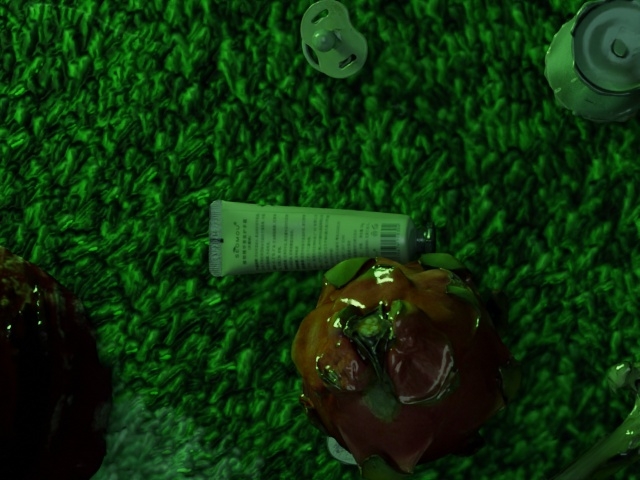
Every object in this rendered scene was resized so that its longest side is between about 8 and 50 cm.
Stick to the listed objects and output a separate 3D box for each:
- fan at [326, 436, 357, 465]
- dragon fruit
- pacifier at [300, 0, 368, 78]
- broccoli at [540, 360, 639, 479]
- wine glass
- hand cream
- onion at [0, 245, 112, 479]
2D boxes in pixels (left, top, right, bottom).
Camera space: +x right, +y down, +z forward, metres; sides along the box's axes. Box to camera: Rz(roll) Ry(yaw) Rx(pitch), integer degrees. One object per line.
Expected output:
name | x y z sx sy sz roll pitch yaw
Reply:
fan | 0.032 0.196 1.446 0.060 0.003 0.080 -22 88 4
dragon fruit | 0.079 0.113 1.338 0.224 0.227 0.224 0 92 -3
pacifier | 0.006 -0.201 1.420 0.068 0.064 0.083 -32 87 22
broccoli | 0.297 0.208 1.382 0.204 0.118 0.122 -34 117 20
wine glass | 0.275 -0.177 1.334 0.122 0.183 0.122 0 89 7
hand cream | 0.000 0.000 1.432 0.234 0.050 0.080 1 94 10
onion | -0.356 0.146 1.417 0.280 0.146 0.314 5 86 2
